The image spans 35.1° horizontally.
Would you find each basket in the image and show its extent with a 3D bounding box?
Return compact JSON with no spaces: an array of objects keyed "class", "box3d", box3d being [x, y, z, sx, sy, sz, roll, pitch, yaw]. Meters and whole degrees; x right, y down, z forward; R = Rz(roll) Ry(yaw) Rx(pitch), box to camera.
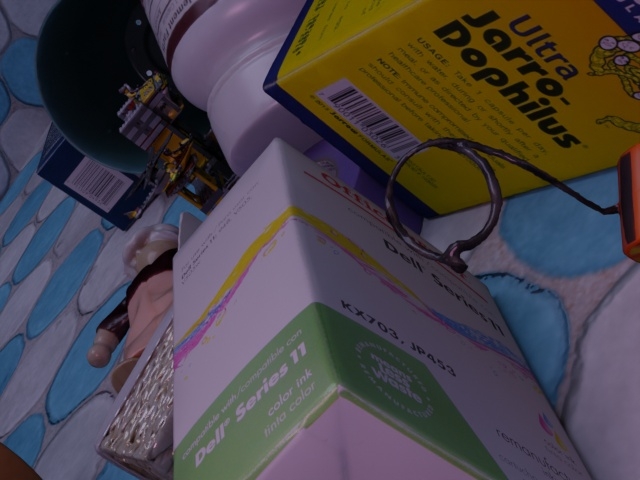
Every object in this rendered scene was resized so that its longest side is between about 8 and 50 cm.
[{"class":"basket","box3d":[-0.097,0.139,0.873,0.103,0.113,0.167,-1,56,57]}]

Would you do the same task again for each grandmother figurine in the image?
[{"class":"grandmother figurine","box3d":[-0.181,0.073,1.151,0.208,0.104,0.342,-30,23,5]}]

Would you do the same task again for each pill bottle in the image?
[{"class":"pill bottle","box3d":[-0.078,-0.274,1.060,0.224,0.224,0.392,-37,67,33]}]

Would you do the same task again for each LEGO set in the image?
[{"class":"LEGO set","box3d":[-0.142,-0.166,1.277,0.255,0.192,0.331,-46,24,16]}]

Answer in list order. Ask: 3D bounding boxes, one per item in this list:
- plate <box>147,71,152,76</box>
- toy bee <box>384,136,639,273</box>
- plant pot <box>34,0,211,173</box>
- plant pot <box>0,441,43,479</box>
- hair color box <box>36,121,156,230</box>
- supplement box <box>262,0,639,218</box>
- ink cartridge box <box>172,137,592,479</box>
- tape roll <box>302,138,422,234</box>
[{"class":"plate","box3d":[-0.238,-0.378,1.943,0.277,0.045,0.278,-6,51,59]},{"class":"toy bee","box3d":[0.213,-0.035,0.508,0.298,0.162,0.195,17,86,33]},{"class":"plant pot","box3d":[-0.253,-0.279,1.552,0.293,0.293,0.235,-42,11,24]},{"class":"plant pot","box3d":[-0.386,0.315,0.992,0.291,0.291,0.203,-28,18,45]},{"class":"hair color box","box3d":[-0.366,-0.173,1.733,0.105,0.174,0.347,-46,24,16]},{"class":"supplement box","box3d":[0.153,-0.173,0.735,0.356,0.195,0.194,-16,43,56]},{"class":"ink cartridge box","box3d":[0.024,0.069,0.618,0.119,0.207,0.353,-49,24,16]},{"class":"tape roll","box3d":[0.000,0.000,0.924,0.189,0.080,0.189,-41,25,24]}]
